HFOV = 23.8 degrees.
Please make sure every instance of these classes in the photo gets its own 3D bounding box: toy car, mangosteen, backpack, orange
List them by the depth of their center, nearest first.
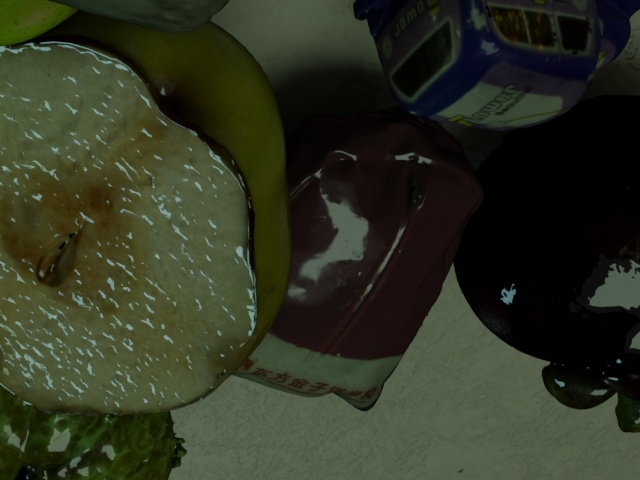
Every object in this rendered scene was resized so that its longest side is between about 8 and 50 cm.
[{"bbox_3d":[0.160,-0.178,1.263,0.235,0.158,0.172,1,157,-29],"label":"toy car"},{"bbox_3d":[0.000,0.000,1.415,0.283,0.197,0.317,11,128,-35],"label":"backpack"},{"bbox_3d":[-0.284,0.172,1.450,0.301,0.223,0.300,-17,130,10],"label":"orange"},{"bbox_3d":[0.277,0.013,1.469,0.297,0.313,0.297,-8,148,-5],"label":"mangosteen"}]

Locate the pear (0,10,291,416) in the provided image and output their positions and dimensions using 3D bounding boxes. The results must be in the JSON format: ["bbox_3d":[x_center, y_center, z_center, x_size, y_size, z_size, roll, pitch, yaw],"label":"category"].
[{"bbox_3d":[-0.163,-0.048,1.225,0.340,0.191,0.386,44,132,-7],"label":"pear"}]

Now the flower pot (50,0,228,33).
[{"bbox_3d":[-0.167,-0.281,0.818,0.330,0.293,0.293,23,126,-23],"label":"flower pot"}]

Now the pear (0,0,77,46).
[{"bbox_3d":[-0.222,-0.230,1.025,0.220,0.187,0.187,-22,145,18],"label":"pear"}]
